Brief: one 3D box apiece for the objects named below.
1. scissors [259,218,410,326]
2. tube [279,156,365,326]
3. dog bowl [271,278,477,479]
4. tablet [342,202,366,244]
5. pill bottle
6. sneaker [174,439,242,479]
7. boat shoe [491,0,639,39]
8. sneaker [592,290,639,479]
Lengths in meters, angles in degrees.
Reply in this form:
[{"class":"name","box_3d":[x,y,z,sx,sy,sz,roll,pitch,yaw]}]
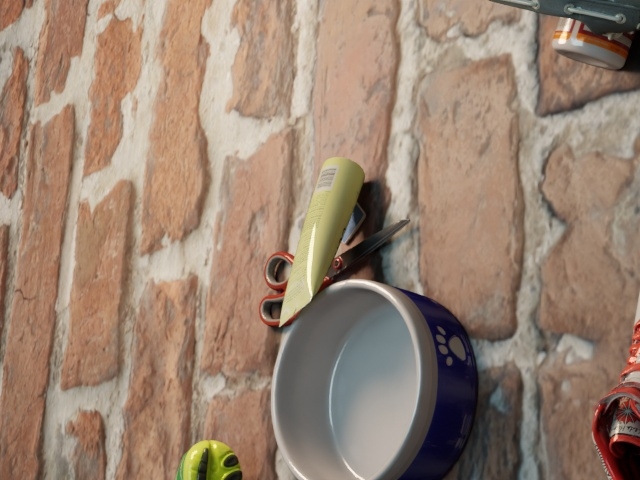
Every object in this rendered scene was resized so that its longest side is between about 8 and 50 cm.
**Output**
[{"class":"scissors","box_3d":[0.016,0.048,1.729,0.297,0.021,0.109,-15,67,44]},{"class":"tube","box_3d":[0.000,0.000,1.662,0.062,0.070,0.240,5,53,20]},{"class":"dog bowl","box_3d":[0.062,0.184,1.568,0.265,0.104,0.264,-17,66,45]},{"class":"tablet","box_3d":[0.030,-0.039,1.748,0.054,0.006,0.083,-55,43,22]},{"class":"pill bottle","box_3d":[0.321,-0.275,1.430,0.086,0.086,0.152,23,96,49]},{"class":"sneaker","box_3d":[-0.162,0.425,1.770,0.123,0.109,0.295,163,114,-70]},{"class":"boat shoe","box_3d":[0.308,-0.271,1.356,0.099,0.320,0.116,99,-169,-45]},{"class":"sneaker","box_3d":[0.331,0.133,1.247,0.090,0.145,0.270,-21,63,44]}]
